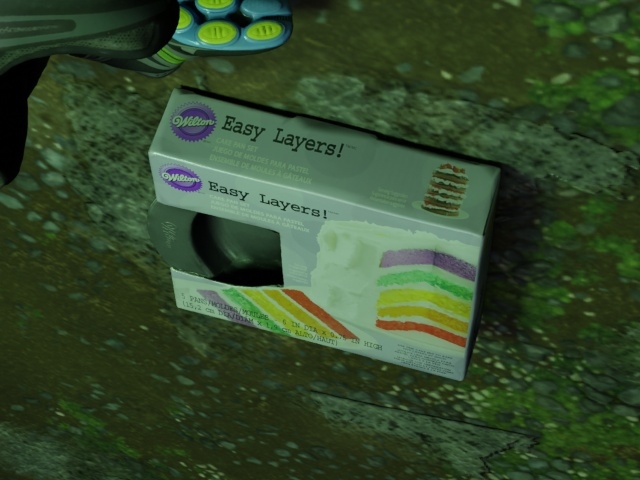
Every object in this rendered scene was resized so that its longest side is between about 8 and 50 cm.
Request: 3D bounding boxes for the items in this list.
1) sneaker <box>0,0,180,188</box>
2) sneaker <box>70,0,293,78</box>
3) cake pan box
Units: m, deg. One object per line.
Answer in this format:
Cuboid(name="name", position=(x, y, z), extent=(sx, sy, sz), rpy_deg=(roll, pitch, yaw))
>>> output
Cuboid(name="sneaker", position=(-0.293, -0.094, 1.005), extent=(0.483, 0.185, 0.202), rpy_deg=(-21, 114, 32))
Cuboid(name="sneaker", position=(-0.099, -0.147, 1.053), extent=(0.188, 0.067, 0.078), rpy_deg=(1, 167, 27))
Cuboid(name="cake pan box", position=(0.000, 0.000, 1.234), extent=(0.267, 0.070, 0.246), rpy_deg=(15, 149, 8))
